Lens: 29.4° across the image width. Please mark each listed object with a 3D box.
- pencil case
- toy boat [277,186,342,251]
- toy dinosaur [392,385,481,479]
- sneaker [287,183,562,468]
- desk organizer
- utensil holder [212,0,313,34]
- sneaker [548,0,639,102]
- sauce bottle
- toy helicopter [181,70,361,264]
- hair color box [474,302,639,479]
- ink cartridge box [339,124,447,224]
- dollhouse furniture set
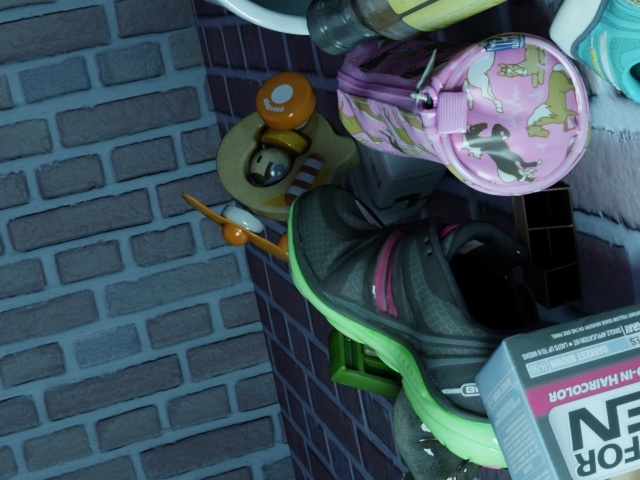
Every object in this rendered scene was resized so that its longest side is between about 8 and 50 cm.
[{"bbox_3d":[0.135,-0.147,1.298,0.167,0.160,0.386,55,175,-16],"label":"pencil case"},{"bbox_3d":[0.000,0.000,2.096,0.231,0.151,0.151,-131,29,-64],"label":"toy boat"},{"bbox_3d":[0.164,0.265,1.663,0.121,0.160,0.314,-144,40,-70],"label":"toy dinosaur"},{"bbox_3d":[0.130,0.053,1.347,0.483,0.185,0.202,43,113,46],"label":"sneaker"},{"bbox_3d":[0.242,0.003,1.295,0.050,0.047,0.130,-144,41,-67],"label":"desk organizer"},{"bbox_3d":[-0.065,-0.432,1.470,0.385,0.327,0.328,-140,37,-66],"label":"utensil holder"},{"bbox_3d":[0.264,-0.201,0.921,0.110,0.107,0.275,51,165,16],"label":"sneaker"},{"bbox_3d":[0.105,-0.260,1.185,0.344,0.111,0.111,-13,92,54],"label":"sauce bottle"},{"bbox_3d":[-0.033,-0.044,1.640,0.355,0.235,0.140,53,178,35],"label":"toy helicopter"},{"bbox_3d":[0.290,0.248,1.037,0.114,0.185,0.375,108,145,-65],"label":"hair color box"},{"bbox_3d":[0.097,-0.125,1.684,0.208,0.086,0.153,116,139,-71],"label":"ink cartridge box"},{"bbox_3d":[0.115,0.060,1.848,0.197,0.151,0.302,125,152,-42],"label":"dollhouse furniture set"}]
